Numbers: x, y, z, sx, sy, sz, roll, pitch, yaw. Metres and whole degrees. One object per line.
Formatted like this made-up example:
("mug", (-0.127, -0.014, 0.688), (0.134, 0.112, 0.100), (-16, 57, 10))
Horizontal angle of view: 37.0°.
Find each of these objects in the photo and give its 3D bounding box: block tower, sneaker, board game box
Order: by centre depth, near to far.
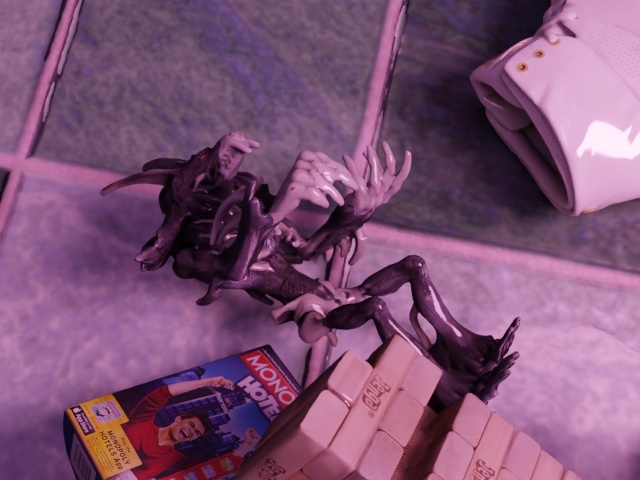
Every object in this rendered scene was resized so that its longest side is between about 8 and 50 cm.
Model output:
("block tower", (0.120, 0.189, 0.509), (0.335, 0.097, 0.091), (39, 45, -2))
("board game box", (-0.027, 0.159, 0.573), (0.194, 0.060, 0.194), (-13, 47, -34))
("sneaker", (0.178, -0.161, 0.662), (0.169, 0.108, 0.293), (-15, 74, -4))

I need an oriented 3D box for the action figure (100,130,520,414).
("action figure", (0.000, 0.000, 0.600), (0.275, 0.164, 0.141), (35, 116, 8))
